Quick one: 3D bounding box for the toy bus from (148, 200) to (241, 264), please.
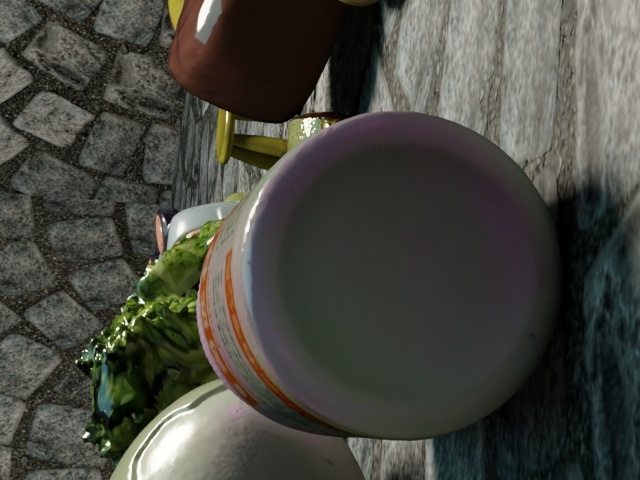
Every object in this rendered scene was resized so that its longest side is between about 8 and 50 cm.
[{"bbox_3d":[-0.118,0.080,2.106,0.287,0.194,0.232,114,150,-62],"label":"toy bus"}]

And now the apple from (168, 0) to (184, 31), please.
[{"bbox_3d":[-0.111,-0.340,2.154,0.207,0.174,0.188,26,107,42],"label":"apple"}]

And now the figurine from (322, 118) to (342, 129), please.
[{"bbox_3d":[0.014,-0.001,1.591,0.185,0.127,0.234,148,116,-88],"label":"figurine"}]

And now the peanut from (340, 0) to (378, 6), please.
[{"bbox_3d":[0.048,-0.289,1.595,0.214,0.099,0.099,169,105,-74],"label":"peanut"}]

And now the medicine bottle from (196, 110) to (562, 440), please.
[{"bbox_3d":[0.022,0.039,1.189,0.388,0.219,0.219,151,122,-79],"label":"medicine bottle"}]

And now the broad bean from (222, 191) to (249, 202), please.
[{"bbox_3d":[-0.116,0.007,2.331,0.124,0.082,0.174,64,-148,-49],"label":"broad bean"}]

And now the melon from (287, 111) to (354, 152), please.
[{"bbox_3d":[-0.001,-0.082,1.786,0.160,0.079,0.128,146,129,-77],"label":"melon"}]

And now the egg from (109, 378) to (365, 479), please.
[{"bbox_3d":[-0.075,0.286,1.466,0.278,0.278,0.336,-104,15,-62],"label":"egg"}]

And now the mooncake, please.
[{"bbox_3d":[-0.060,-0.293,1.834,0.326,0.174,0.334,-78,11,-53],"label":"mooncake"}]

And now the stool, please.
[{"bbox_3d":[-0.086,-0.158,2.226,0.135,0.110,0.134,-100,18,-58],"label":"stool"}]

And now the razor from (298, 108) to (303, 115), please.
[{"bbox_3d":[-0.018,-0.243,2.103,0.044,0.028,0.154,-147,61,-78],"label":"razor"}]

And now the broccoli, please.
[{"bbox_3d":[-0.119,0.165,1.818,0.317,0.338,0.277,25,142,57],"label":"broccoli"}]
